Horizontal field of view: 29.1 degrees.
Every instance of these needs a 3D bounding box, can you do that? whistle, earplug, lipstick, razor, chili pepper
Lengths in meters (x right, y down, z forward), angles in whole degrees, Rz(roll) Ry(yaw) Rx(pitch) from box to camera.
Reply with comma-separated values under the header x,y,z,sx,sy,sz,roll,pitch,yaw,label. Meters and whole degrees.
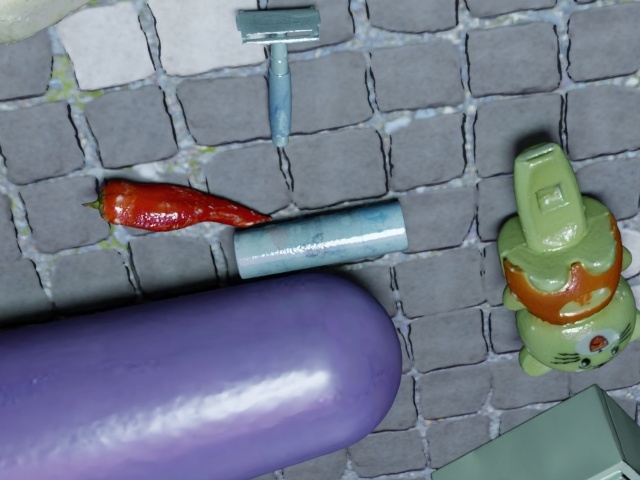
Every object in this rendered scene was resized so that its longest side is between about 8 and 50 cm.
x,y,z,sx,sy,sz,roll,pitch,yaw,label
0.230,0.027,1.153,0.131,0.106,0.288,-20,131,2,whistle
-0.146,0.151,1.158,0.456,0.215,0.215,-15,131,2,earplug
0.000,0.000,1.140,0.158,0.048,0.048,-10,131,2,lipstick
-0.034,-0.131,1.032,0.068,0.040,0.135,-3,136,-3,razor
-0.124,-0.028,1.104,0.178,0.045,0.027,8,139,-21,chili pepper

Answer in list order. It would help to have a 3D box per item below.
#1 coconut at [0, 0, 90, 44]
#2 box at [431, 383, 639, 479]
x,y,z,sx,sy,sz,roll,pitch,yaw,label
-0.229,-0.254,0.776,0.227,0.227,0.230,-13,138,4,coconut
0.288,0.312,1.401,0.225,0.117,0.225,-33,127,20,box
